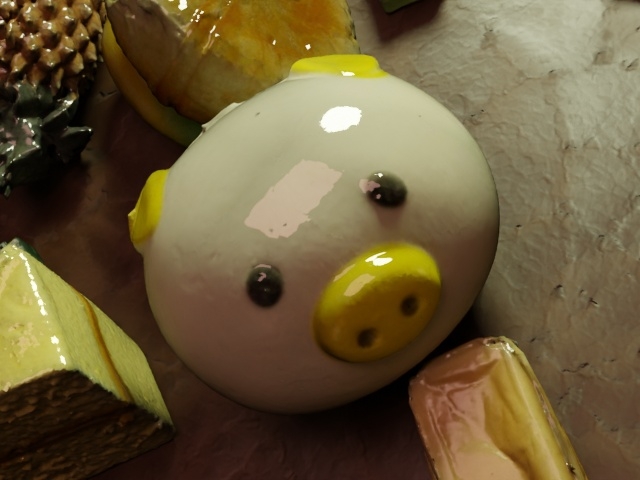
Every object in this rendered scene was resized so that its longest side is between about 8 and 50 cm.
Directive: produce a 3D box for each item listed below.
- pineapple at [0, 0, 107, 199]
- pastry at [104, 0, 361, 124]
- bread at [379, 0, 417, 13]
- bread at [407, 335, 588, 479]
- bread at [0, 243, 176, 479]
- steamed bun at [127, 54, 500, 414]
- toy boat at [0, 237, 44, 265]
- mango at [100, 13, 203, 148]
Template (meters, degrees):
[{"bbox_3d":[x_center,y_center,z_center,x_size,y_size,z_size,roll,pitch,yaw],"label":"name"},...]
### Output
[{"bbox_3d":[-0.374,-0.212,1.498,0.223,0.223,0.357,-6,76,17],"label":"pineapple"},{"bbox_3d":[-0.099,-0.263,1.374,0.136,0.330,0.329,-45,50,43],"label":"pastry"},{"bbox_3d":[0.093,-0.369,1.460,0.084,0.074,0.139,-22,59,10],"label":"bread"},{"bbox_3d":[0.182,0.220,1.141,0.136,0.107,0.241,-27,60,10],"label":"bread"},{"bbox_3d":[-0.339,0.160,1.272,0.236,0.263,0.198,-32,57,5],"label":"bread"},{"bbox_3d":[-0.001,-0.001,1.188,0.374,0.334,0.334,-39,60,-2],"label":"steamed bun"},{"bbox_3d":[-0.458,0.137,1.419,0.319,0.092,0.141,-41,58,0],"label":"toy boat"},{"bbox_3d":[-0.181,-0.210,1.462,0.156,0.114,0.251,-17,73,-31],"label":"mango"}]
